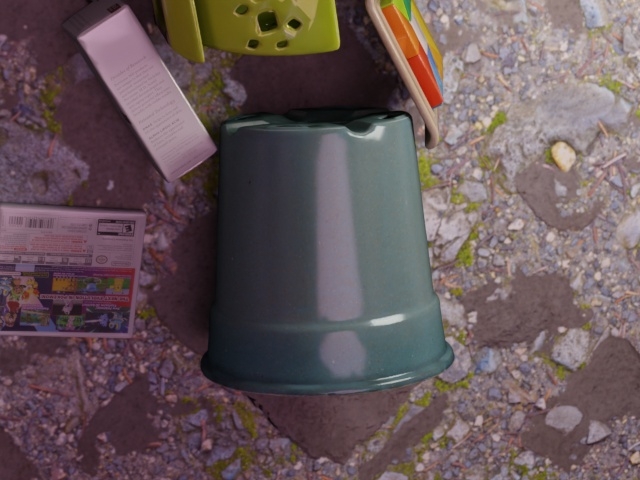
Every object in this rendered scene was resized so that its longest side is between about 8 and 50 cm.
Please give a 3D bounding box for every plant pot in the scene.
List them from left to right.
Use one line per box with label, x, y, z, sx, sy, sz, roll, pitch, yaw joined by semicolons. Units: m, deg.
plant pot;-0.112;-0.347;1.902;0.207;0.227;0.228;-12;111;-8
plant pot;0.000;0.000;2.011;0.341;0.341;0.334;-7;102;-17

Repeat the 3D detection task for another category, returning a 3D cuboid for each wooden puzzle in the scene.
wooden puzzle;0.118;-0.267;2.007;0.044;0.221;0.238;-18;116;13

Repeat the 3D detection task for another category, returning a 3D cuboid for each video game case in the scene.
video game case;-0.344;0.042;2.059;0.201;0.023;0.183;3;106;-21

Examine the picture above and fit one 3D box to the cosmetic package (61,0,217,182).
cosmetic package;-0.234;-0.198;1.964;0.085;0.117;0.231;-36;114;-6
